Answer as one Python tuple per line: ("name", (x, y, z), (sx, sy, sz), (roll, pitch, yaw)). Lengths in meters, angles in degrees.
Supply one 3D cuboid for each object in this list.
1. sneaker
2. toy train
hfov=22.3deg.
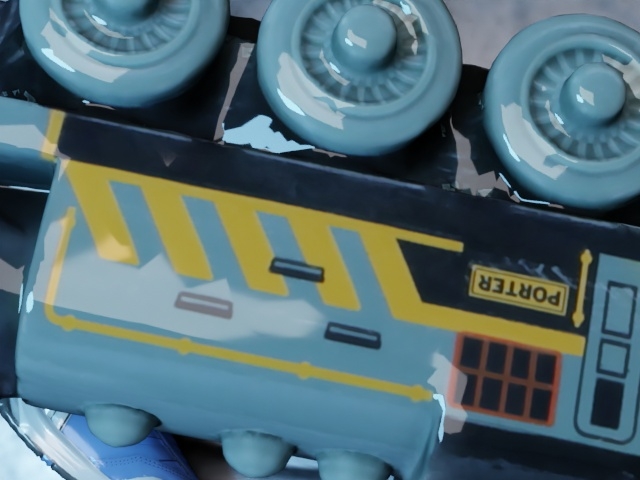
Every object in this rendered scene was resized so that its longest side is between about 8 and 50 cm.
("sneaker", (-0.108, 0.030, 0.686), (0.081, 0.080, 0.211), (-36, 70, -1))
("toy train", (0.000, 0.000, 0.618), (0.334, 0.142, 0.190), (12, 70, -4))
